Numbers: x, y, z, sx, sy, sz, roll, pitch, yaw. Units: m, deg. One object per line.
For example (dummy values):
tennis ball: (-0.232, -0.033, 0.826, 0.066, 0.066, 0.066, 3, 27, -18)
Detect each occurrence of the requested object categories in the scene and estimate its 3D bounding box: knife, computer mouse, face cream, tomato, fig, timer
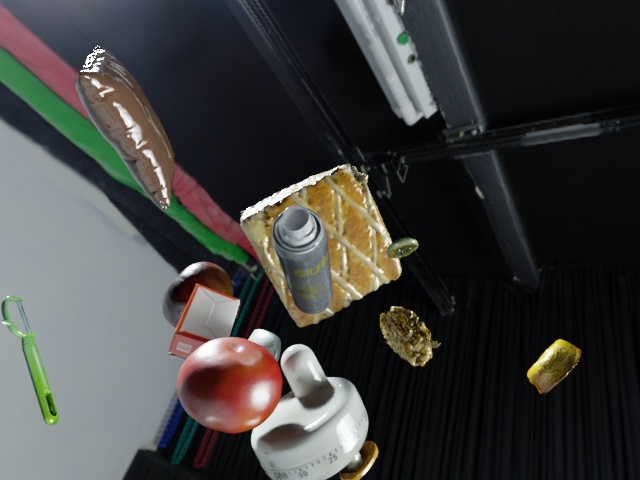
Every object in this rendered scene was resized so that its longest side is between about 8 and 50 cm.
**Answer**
knife: (-0.430, 0.172, 0.658, 0.212, 0.015, 0.054, 59, -1, 18)
computer mouse: (-0.160, 0.275, 1.108, 0.068, 0.113, 0.229, 19, -21, -17)
face cream: (-0.022, 0.035, 0.670, 0.073, 0.073, 0.283, 14, -25, 11)
tomato: (-0.166, 0.260, 0.830, 0.195, 0.136, 0.195, 11, 15, -3)
fig: (-0.381, 0.186, 1.405, 0.235, 0.235, 0.214, -21, -81, 51)
timer: (-0.028, 0.346, 0.880, 0.233, 0.233, 0.240, -19, -82, 50)

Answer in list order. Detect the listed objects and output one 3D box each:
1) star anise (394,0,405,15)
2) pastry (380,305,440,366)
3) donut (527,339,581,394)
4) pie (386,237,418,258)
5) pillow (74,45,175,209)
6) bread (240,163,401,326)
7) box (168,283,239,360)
star anise: (0.099, -0.393, 0.555, 0.195, 0.065, 0.182, -34, -89, 13)
pastry: (0.249, 0.267, 1.293, 0.102, 0.154, 0.250, -11, 4, -9)
donut: (0.560, 0.300, 1.081, 0.058, 0.152, 0.152, 43, -19, 24)
pie: (0.206, 0.022, 1.128, 0.084, 0.021, 0.084, -10, -34, -7)
pillow: (-0.411, -0.251, 0.980, 0.108, 0.308, 0.305, -26, -55, -4)
bread: (0.000, 0.000, 1.336, 0.390, 0.371, 0.279, 63, -7, -19)
box: (-0.298, 0.221, 1.159, 0.133, 0.182, 0.099, 20, -53, -11)
